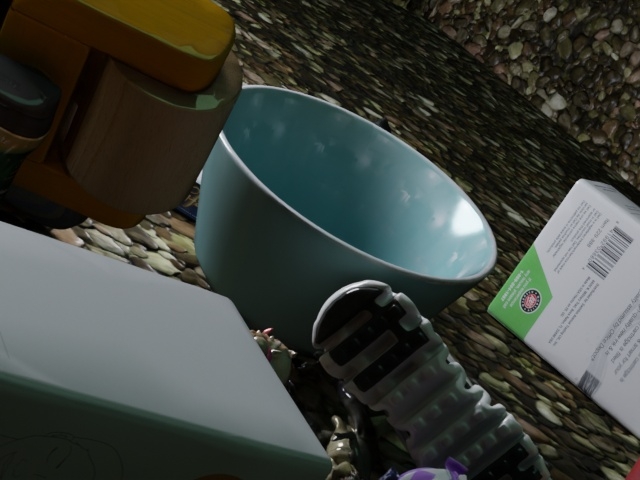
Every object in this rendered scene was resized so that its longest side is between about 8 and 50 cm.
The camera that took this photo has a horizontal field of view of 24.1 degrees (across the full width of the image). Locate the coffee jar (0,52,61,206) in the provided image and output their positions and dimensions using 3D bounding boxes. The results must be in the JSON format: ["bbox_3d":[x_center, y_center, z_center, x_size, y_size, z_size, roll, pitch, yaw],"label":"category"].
[{"bbox_3d":[-0.275,-0.058,1.145,0.096,0.184,0.079,31,18,-5],"label":"coffee jar"}]

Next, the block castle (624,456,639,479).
[{"bbox_3d":[0.433,0.300,1.374,0.303,0.212,0.453,22,9,8],"label":"block castle"}]

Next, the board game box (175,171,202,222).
[{"bbox_3d":[-0.056,-0.021,1.674,0.243,0.042,0.165,32,17,-1],"label":"board game box"}]

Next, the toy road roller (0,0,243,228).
[{"bbox_3d":[-0.218,-0.192,1.265,0.330,0.202,0.240,27,42,-6],"label":"toy road roller"}]

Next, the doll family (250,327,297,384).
[{"bbox_3d":[-0.048,0.168,0.950,0.163,0.118,0.263,-97,170,-51],"label":"doll family"}]

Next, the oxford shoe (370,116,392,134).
[{"bbox_3d":[0.009,-0.067,1.747,0.083,0.227,0.096,-29,98,-35],"label":"oxford shoe"}]

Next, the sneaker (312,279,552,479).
[{"bbox_3d":[0.106,0.155,1.272,0.292,0.110,0.118,57,5,-1],"label":"sneaker"}]

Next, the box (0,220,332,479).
[{"bbox_3d":[-0.207,0.108,0.749,0.345,0.215,0.168,21,20,-34],"label":"box"}]

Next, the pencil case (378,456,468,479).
[{"bbox_3d":[0.110,0.254,1.122,0.086,0.088,0.206,44,9,-36],"label":"pencil case"}]

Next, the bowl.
[{"bbox_3d":[0.000,0.000,1.472,0.312,0.163,0.311,25,26,-13],"label":"bowl"}]

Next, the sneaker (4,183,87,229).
[{"bbox_3d":[-0.335,-0.097,1.332,0.300,0.111,0.121,32,33,5],"label":"sneaker"}]

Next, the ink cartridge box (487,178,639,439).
[{"bbox_3d":[0.388,0.093,1.855,0.289,0.211,0.121,42,18,26],"label":"ink cartridge box"}]

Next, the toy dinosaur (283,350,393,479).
[{"bbox_3d":[0.016,0.155,1.281,0.118,0.064,0.268,50,17,1],"label":"toy dinosaur"}]
